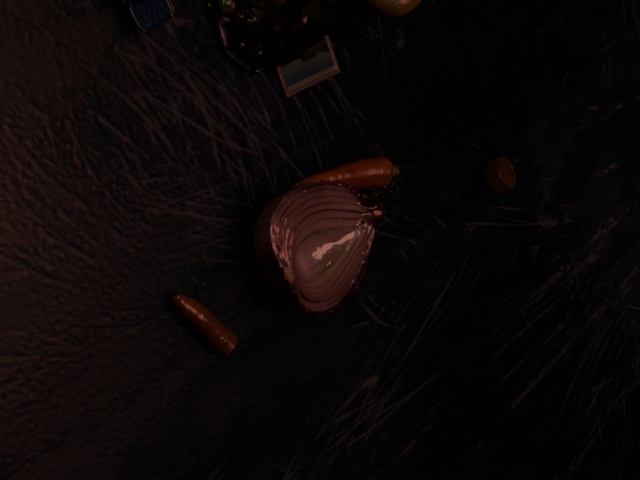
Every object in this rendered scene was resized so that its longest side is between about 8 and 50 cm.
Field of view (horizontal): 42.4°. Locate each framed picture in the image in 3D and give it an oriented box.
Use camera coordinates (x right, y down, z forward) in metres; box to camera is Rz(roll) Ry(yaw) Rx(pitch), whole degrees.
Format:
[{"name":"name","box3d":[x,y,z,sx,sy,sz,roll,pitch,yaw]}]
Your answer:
[{"name":"framed picture","box3d":[-0.031,-0.339,1.525,0.149,0.011,0.109,-34,112,-37]}]

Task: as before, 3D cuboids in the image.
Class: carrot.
[{"name":"carrot","box3d":[0.043,-0.120,1.572,0.257,0.061,0.061,-11,98,-32]},{"name":"carrot","box3d":[-0.193,0.135,1.359,0.139,0.048,0.048,50,60,-29]}]

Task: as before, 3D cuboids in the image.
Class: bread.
[{"name":"bread","box3d":[0.405,-0.148,1.887,0.085,0.053,0.085,16,69,-46]}]

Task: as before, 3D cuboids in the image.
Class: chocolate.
[{"name":"chocolate","box3d":[-0.048,-0.416,1.391,0.224,0.177,0.206,-29,105,-39]}]

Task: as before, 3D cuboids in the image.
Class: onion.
[{"name":"onion","box3d":[0.000,0.000,1.479,0.283,0.120,0.227,-29,107,-35]}]

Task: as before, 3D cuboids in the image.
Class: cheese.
[{"name":"cheese","box3d":[-0.303,-0.441,1.245,0.156,0.064,0.250,-43,115,-32]}]

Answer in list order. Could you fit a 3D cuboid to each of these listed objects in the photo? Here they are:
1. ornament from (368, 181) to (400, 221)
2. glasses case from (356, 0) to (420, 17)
[{"name":"ornament","box3d":[0.116,-0.074,1.647,0.125,0.028,0.073,-29,108,-36]},{"name":"glasses case","box3d":[0.035,-0.553,1.451,0.371,0.141,0.173,32,99,-20]}]
